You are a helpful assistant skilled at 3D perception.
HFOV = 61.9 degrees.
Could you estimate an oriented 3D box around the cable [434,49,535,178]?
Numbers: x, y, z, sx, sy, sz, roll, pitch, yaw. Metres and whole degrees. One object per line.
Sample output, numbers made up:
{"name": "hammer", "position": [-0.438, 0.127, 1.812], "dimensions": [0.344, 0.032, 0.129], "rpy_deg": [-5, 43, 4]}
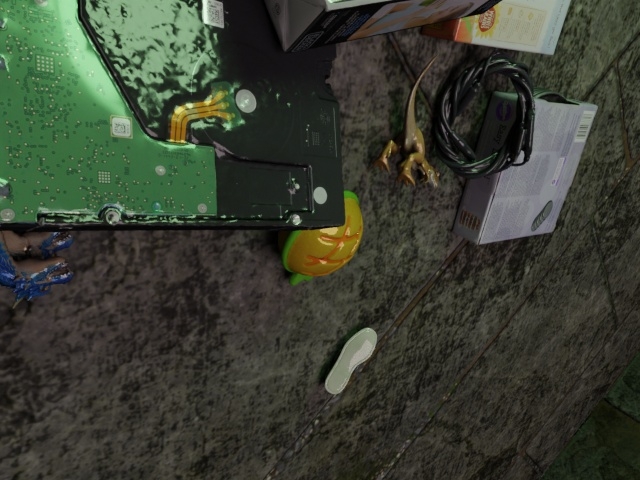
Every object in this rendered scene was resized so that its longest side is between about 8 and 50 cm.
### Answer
{"name": "cable", "position": [0.245, -0.186, 0.796], "dimensions": [0.151, 0.047, 0.184], "rpy_deg": [-5, 116, 3]}

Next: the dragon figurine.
{"name": "dragon figurine", "position": [-0.344, 0.001, 0.419], "dimensions": [0.289, 0.085, 0.144], "rpy_deg": [-12, 121, -36]}

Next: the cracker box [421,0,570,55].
{"name": "cracker box", "position": [0.255, -0.346, 0.729], "dimensions": [0.232, 0.067, 0.155], "rpy_deg": [-8, 120, -36]}

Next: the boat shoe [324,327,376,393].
{"name": "boat shoe", "position": [0.049, 0.199, 0.894], "dimensions": [0.046, 0.038, 0.125], "rpy_deg": [33, 85, -4]}

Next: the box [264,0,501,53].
{"name": "box", "position": [0.071, -0.306, 0.533], "dimensions": [0.290, 0.087, 0.169], "rpy_deg": [-22, 93, -29]}

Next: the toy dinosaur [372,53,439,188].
{"name": "toy dinosaur", "position": [0.125, -0.144, 0.756], "dimensions": [0.112, 0.064, 0.211], "rpy_deg": [-56, 148, -25]}

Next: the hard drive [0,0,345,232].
{"name": "hard drive", "position": [-0.126, -0.125, 0.478], "dimensions": [0.339, 0.064, 0.236], "rpy_deg": [-2, 87, -40]}

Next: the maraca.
{"name": "maraca", "position": [0.000, 0.000, 0.702], "dimensions": [0.127, 0.099, 0.185], "rpy_deg": [-33, 157, -18]}

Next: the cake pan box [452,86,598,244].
{"name": "cake pan box", "position": [0.366, -0.131, 0.947], "dimensions": [0.246, 0.070, 0.266], "rpy_deg": [-10, 120, -38]}
